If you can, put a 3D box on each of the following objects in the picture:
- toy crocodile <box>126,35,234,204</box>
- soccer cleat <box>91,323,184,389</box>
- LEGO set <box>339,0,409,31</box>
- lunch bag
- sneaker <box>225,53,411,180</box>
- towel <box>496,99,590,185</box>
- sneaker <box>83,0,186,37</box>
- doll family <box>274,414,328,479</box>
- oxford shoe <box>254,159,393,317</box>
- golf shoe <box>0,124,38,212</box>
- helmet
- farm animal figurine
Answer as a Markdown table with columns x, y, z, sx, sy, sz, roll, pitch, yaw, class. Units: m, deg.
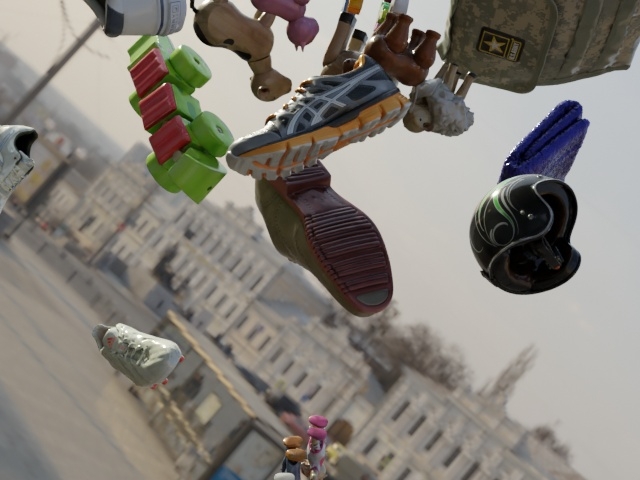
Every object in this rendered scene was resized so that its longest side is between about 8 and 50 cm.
| x | y | z | sx | sy | sz | roll | pitch | yaw | class |
| --- | --- | --- | --- | --- | --- | --- | --- | --- | --- |
| -0.210 | -0.182 | 1.388 | 0.105 | 0.115 | 0.341 | 31 | 30 | -50 | toy crocodile |
| -0.245 | 0.146 | 1.292 | 0.076 | 0.068 | 0.196 | 45 | -22 | -23 | soccer cleat |
| 0.078 | -0.364 | 1.422 | 0.087 | 0.093 | 0.227 | 14 | 5 | -6 | LEGO set |
| 0.316 | -0.334 | 1.412 | 0.235 | 0.286 | 0.169 | 90 | -14 | -64 | lunch bag |
| -0.010 | -0.132 | 1.076 | 0.083 | 0.214 | 0.084 | 62 | -20 | 9 | sneaker |
| 0.421 | -0.109 | 1.937 | 0.076 | 0.227 | 0.308 | 36 | -25 | 21 | towel |
| -0.227 | -0.303 | 1.007 | 0.258 | 0.091 | 0.094 | 54 | -39 | 31 | sneaker |
| -0.050 | 0.429 | 1.694 | 0.263 | 0.118 | 0.163 | -83 | 177 | -54 | doll family |
| 0.000 | 0.000 | 1.547 | 0.348 | 0.123 | 0.130 | 60 | -38 | 34 | oxford shoe |
| -0.466 | -0.100 | 1.461 | 0.086 | 0.176 | 0.069 | -7 | -29 | 18 | golf shoe |
| 0.307 | -0.017 | 1.490 | 0.169 | 0.169 | 0.162 | 44 | 30 | -35 | helmet |
| 0.009 | -0.220 | 1.318 | 0.330 | 0.172 | 0.326 | 25 | 3 | 29 | farm animal figurine |
